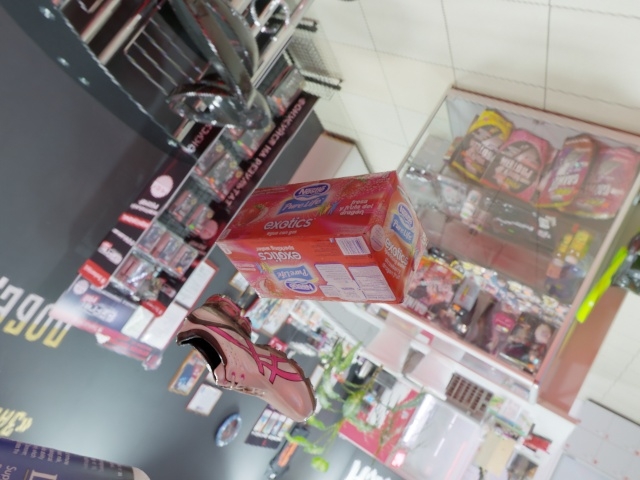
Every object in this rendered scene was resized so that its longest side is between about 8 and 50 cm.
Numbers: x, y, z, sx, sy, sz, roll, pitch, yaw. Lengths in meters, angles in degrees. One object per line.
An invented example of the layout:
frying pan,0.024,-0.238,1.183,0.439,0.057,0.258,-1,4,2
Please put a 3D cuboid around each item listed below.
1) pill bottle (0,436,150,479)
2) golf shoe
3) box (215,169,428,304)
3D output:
pill bottle,-0.238,0.263,0.436,0.264,0.153,0.153,24,172,-22
golf shoe,-0.087,0.152,0.591,0.186,0.086,0.067,42,131,2
box,0.000,0.000,0.707,0.256,0.123,0.128,-3,132,38
